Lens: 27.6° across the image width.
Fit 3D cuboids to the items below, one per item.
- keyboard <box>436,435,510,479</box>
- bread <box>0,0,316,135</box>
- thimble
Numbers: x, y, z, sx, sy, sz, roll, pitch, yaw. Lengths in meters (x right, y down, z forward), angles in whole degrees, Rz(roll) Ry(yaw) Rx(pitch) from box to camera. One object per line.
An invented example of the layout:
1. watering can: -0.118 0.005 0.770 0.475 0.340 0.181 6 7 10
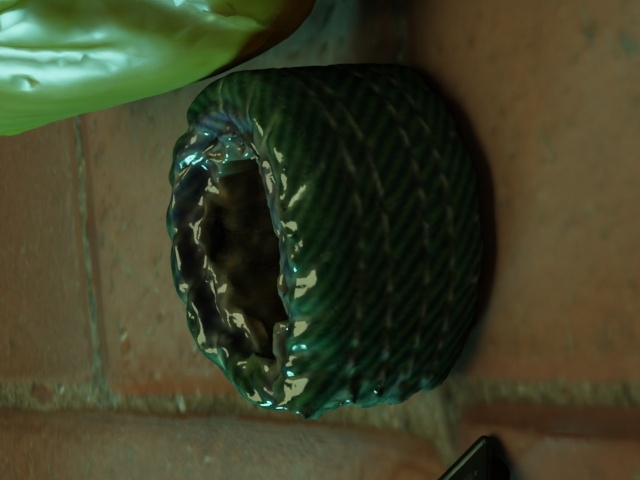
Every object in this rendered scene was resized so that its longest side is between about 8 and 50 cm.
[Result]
1. keyboard: 0.011 0.174 0.549 0.230 0.025 0.093 -55 17 38
2. bread: -0.156 -0.227 0.537 0.394 0.250 0.361 3 98 64
3. thimble: -0.001 -0.002 0.522 0.118 0.090 0.135 9 104 57
